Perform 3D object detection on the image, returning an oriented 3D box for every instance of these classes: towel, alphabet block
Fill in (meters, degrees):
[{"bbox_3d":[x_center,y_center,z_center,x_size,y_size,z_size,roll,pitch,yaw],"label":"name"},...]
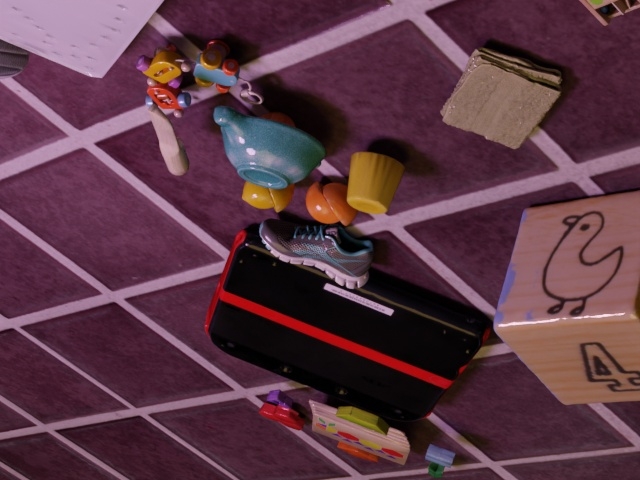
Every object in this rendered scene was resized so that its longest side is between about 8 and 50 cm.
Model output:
[{"bbox_3d":[0.203,-0.160,1.723,0.110,0.027,0.148,21,149,-3],"label":"towel"},{"bbox_3d":[0.354,0.072,1.849,0.197,0.192,0.193,-10,140,39],"label":"alphabet block"}]

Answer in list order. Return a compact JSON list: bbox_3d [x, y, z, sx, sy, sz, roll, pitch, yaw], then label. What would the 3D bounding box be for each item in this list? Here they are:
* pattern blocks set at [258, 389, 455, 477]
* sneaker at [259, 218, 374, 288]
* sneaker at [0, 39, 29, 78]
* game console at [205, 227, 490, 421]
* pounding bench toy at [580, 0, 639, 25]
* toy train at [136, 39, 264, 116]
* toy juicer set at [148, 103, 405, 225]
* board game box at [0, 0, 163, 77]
[{"bbox_3d":[0.063,0.316,2.532,0.324,0.026,0.285,23,162,-2],"label":"pattern blocks set"},{"bbox_3d":[0.000,0.000,2.085,0.166,0.065,0.076,21,134,-8],"label":"sneaker"},{"bbox_3d":[-0.490,-0.260,1.890,0.258,0.094,0.091,14,176,-27],"label":"sneaker"},{"bbox_3d":[0.028,0.131,2.280,0.386,0.060,0.342,21,146,-3],"label":"game console"},{"bbox_3d":[0.278,-0.260,1.492,0.083,0.052,0.065,39,145,-29],"label":"pounding bench toy"},{"bbox_3d":[-0.152,-0.200,1.856,0.166,0.046,0.125,-1,154,28],"label":"toy train"},{"bbox_3d":[-0.073,-0.109,1.923,0.329,0.089,0.209,19,164,-14],"label":"toy juicer set"},{"bbox_3d":[-0.377,-0.317,1.668,0.390,0.050,0.390,22,166,-15],"label":"board game box"}]
